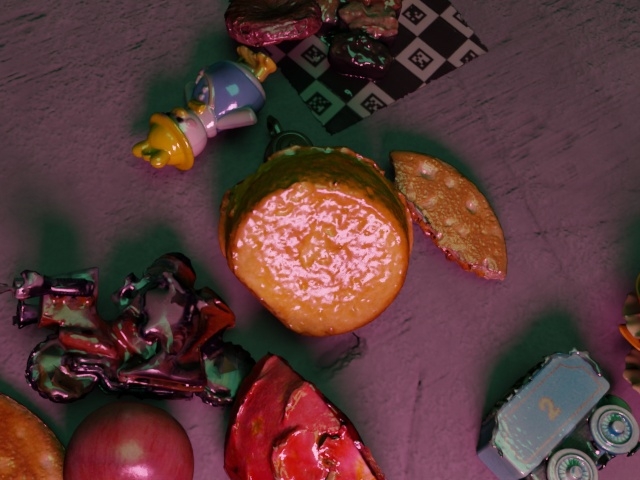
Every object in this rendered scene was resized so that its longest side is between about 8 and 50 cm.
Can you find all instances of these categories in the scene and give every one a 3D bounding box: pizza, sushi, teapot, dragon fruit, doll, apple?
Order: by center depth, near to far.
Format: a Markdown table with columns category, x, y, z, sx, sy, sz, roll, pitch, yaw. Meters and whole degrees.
| category | x | y | z | sx | sy | sz | roll | pitch | yaw |
| --- | --- | --- | --- | --- | --- | --- | --- | --- | --- |
| pizza | -0.399 | 0.276 | 0.934 | 0.201 | 0.053 | 0.193 | 51 | 46 | 7 |
| apple | -0.223 | 0.258 | 0.939 | 0.153 | 0.153 | 0.120 | 8 | 43 | -6 |
| dragon fruit | -0.016 | 0.275 | 0.957 | 0.189 | 0.163 | 0.261 | -37 | 95 | 11 |
| doll | -0.164 | -0.184 | 1.155 | 0.135 | 0.099 | 0.241 | 44 | 66 | 5 |
| teapot | -0.047 | -0.132 | 1.166 | 0.076 | 0.068 | 0.121 | -25 | 74 | -18 |
| pizza | 0.186 | -0.041 | 1.175 | 0.246 | 0.058 | 0.127 | 39 | 66 | 5 |
| sushi | 0.065 | -0.372 | 1.283 | 0.339 | 0.069 | 0.320 | -29 | 76 | -19 |

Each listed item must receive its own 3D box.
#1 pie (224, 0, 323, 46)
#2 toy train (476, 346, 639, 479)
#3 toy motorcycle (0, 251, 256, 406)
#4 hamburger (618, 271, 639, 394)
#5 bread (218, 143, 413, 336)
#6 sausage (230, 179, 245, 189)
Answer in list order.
| category | x | y | z | sx | sy | sz | roll | pitch | yaw |
| --- | --- | --- | --- | --- | --- | --- | --- | --- | --- |
| pie | -0.071 | -0.340 | 1.204 | 0.154 | 0.038 | 0.153 | -5 | 44 | 4 |
| toy train | 0.310 | 0.253 | 1.052 | 0.203 | 0.112 | 0.163 | -38 | 72 | -21 |
| toy motorcycle | -0.271 | 0.100 | 0.988 | 0.401 | 0.134 | 0.207 | 5 | 66 | -22 |
| hamburger | 0.542 | 0.147 | 1.058 | 0.274 | 0.274 | 0.212 | -20 | 114 | -16 |
| bread | 0.000 | 0.000 | 1.032 | 0.268 | 0.268 | 0.145 | 6 | 26 | -7 |
| sausage | -0.035 | -0.045 | 1.131 | 0.198 | 0.076 | 0.076 | 8 | 67 | -6 |
